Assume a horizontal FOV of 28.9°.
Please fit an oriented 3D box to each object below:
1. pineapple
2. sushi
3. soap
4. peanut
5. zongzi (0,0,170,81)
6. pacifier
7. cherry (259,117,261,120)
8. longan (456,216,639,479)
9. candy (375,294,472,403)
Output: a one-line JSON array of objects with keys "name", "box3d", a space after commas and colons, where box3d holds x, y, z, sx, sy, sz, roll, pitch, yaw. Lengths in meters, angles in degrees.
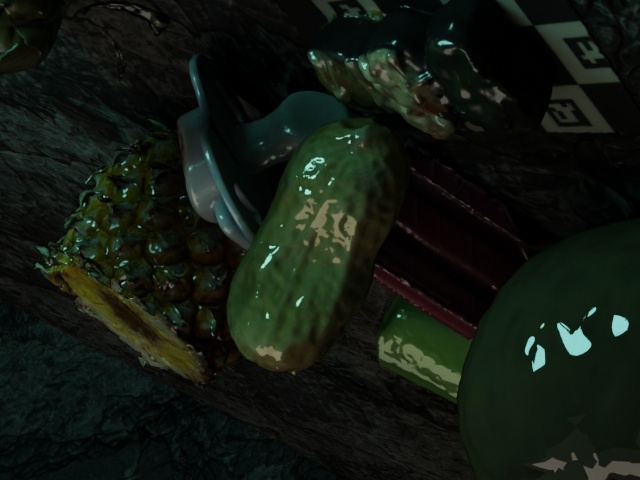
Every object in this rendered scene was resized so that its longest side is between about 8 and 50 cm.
[{"name": "pineapple", "box3d": [-0.200, 0.010, 1.753, 0.352, 0.300, 0.352, 25, 161, 9]}, {"name": "sushi", "box3d": [0.097, -0.160, 1.240, 0.373, 0.100, 0.296, 6, 150, 47]}, {"name": "soap", "box3d": [0.155, 0.013, 1.488, 0.250, 0.162, 0.099, 34, 160, -11]}, {"name": "peanut", "box3d": [-0.002, 0.001, 1.352, 0.143, 0.291, 0.159, 22, -169, -6]}, {"name": "zongzi", "box3d": [-0.391, -0.325, 1.199, 0.447, 0.181, 0.418, -1, 117, 5]}, {"name": "pacifier", "box3d": [-0.058, -0.113, 1.477, 0.207, 0.279, 0.227, -26, 138, 14]}, {"name": "cherry", "box3d": [0.012, -0.077, 1.599, 0.225, 0.090, 0.107, 40, 180, 23]}, {"name": "longan", "box3d": [0.346, 0.176, 1.307, 0.404, 0.404, 0.436, 23, 167, 16]}, {"name": "candy", "box3d": [0.247, 0.178, 1.803, 0.343, 0.142, 0.132, 23, 146, 15]}]
